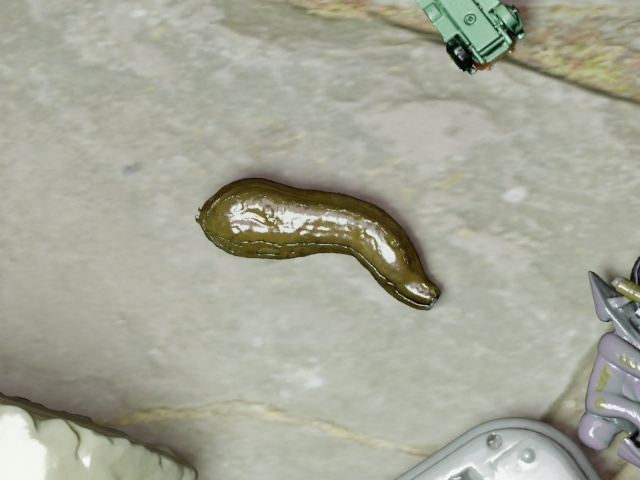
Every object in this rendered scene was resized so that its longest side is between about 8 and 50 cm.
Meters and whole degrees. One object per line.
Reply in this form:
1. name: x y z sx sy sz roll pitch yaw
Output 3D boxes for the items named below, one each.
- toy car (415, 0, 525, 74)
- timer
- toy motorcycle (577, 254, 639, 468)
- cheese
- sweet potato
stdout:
1. toy car: 0.119 -0.219 1.785 0.073 0.054 0.143 -38 74 2
2. timer: 0.162 0.297 1.695 0.237 0.087 0.262 -35 78 5
3. toy motorcycle: 0.286 0.123 1.703 0.152 0.073 0.225 -20 81 10
4. cheese: -0.282 0.209 1.682 0.332 0.292 0.153 14 85 5
5. sweet potato: 0.003 -0.005 1.777 0.233 0.062 0.081 17 101 8
